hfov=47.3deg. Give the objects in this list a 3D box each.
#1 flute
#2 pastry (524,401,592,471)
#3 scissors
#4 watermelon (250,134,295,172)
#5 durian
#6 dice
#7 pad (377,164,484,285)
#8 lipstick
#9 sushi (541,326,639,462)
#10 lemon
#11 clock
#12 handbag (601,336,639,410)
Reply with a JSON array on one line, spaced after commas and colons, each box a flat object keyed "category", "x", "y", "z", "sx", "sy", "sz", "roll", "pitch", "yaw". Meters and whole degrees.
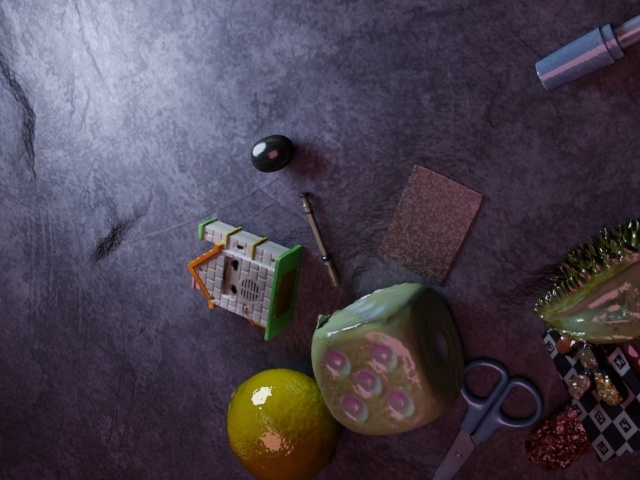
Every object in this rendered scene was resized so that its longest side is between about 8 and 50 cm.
[{"category": "flute", "x": 0.000, "y": 0.000, "z": 1.666, "sx": 0.027, "sy": 0.027, "sz": 0.232, "roll": -13, "pitch": 104, "yaw": 30}, {"category": "pastry", "x": 0.517, "y": 0.414, "z": 1.538, "sx": 0.115, "sy": 0.097, "sz": 0.208, "roll": 48, "pitch": 125, "yaw": 14}, {"category": "scissors", "x": 0.337, "y": 0.463, "z": 1.683, "sx": 0.193, "sy": 0.029, "sz": 0.447, "roll": 31, "pitch": 121, "yaw": 13}, {"category": "watermelon", "x": -0.104, "y": -0.192, "z": 1.611, "sx": 0.111, "sy": 0.078, "sz": 0.078, "roll": -21, "pitch": 100, "yaw": 31}, {"category": "durian", "x": 0.573, "y": 0.071, "z": 1.327, "sx": 0.394, "sy": 0.163, "sz": 0.198, "roll": -24, "pitch": 100, "yaw": 29}, {"category": "dice", "x": 0.147, "y": 0.245, "z": 1.560, "sx": 0.250, "sy": 0.252, "sz": 0.254, "roll": -15, "pitch": 101, "yaw": 30}, {"category": "pad", "x": 0.229, "y": -0.031, "z": 1.551, "sx": 0.158, "sy": 0.003, "sz": 0.234, "roll": 28, "pitch": 120, "yaw": 14}, {"category": "lipstick", "x": 0.507, "y": -0.343, "z": 1.250, "sx": 0.274, "sy": 0.061, "sz": 0.068, "roll": -24, "pitch": 96, "yaw": 32}, {"category": "sushi", "x": 0.515, "y": 0.272, "z": 1.393, "sx": 0.192, "sy": 0.043, "sz": 0.279, "roll": -56, "pitch": 48, "yaw": 55}, {"category": "lemon", "x": -0.087, "y": 0.444, "z": 1.748, "sx": 0.293, "sy": 0.293, "sz": 0.292, "roll": 10, "pitch": 114, "yaw": 23}, {"category": "clock", "x": -0.187, "y": 0.081, "z": 1.754, "sx": 0.255, "sy": 0.106, "sz": 0.219, "roll": 22, "pitch": 117, "yaw": 23}, {"category": "handbag", "x": 0.627, "y": 0.255, "z": 1.392, "sx": 0.147, "sy": 0.135, "sz": 0.224, "roll": 19, "pitch": 120, "yaw": 26}]
